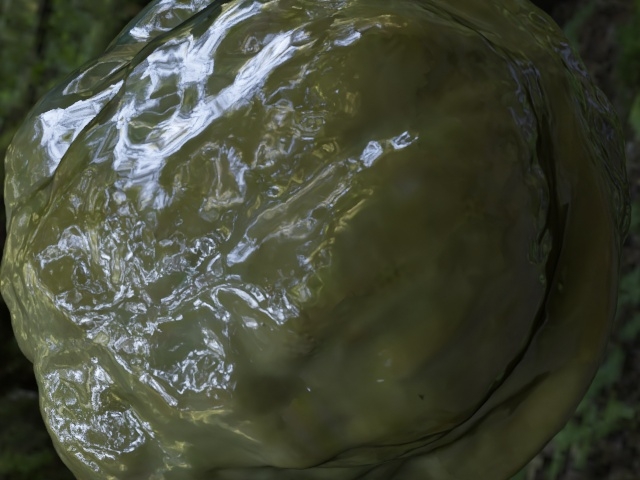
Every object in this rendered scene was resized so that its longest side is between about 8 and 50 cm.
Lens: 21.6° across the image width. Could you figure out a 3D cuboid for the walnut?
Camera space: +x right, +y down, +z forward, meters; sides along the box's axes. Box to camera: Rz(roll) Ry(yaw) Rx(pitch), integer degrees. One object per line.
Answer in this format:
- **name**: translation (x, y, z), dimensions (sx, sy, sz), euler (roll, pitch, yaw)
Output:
- **walnut**: translation (-0.001, 0.000, 0.755), dimensions (0.277, 0.282, 0.253), euler (-35, 56, 27)
